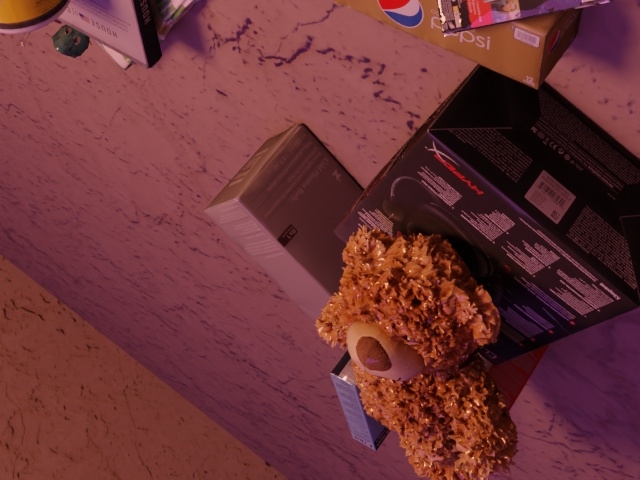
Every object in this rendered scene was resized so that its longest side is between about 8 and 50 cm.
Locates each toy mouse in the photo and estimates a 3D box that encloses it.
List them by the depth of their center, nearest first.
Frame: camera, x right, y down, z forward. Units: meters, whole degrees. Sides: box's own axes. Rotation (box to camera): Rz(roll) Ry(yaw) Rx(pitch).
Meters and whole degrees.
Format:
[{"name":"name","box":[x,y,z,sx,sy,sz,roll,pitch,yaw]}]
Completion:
[{"name":"toy mouse","box":[-0.317,-0.267,1.171,0.143,0.031,0.161,18,-148,-53]}]

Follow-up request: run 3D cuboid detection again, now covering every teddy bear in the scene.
[{"name":"teddy bear","box":[0.081,0.130,0.926,0.245,0.113,0.338,60,166,16]}]

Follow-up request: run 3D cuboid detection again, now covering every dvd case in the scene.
[{"name":"dvd case","box":[0.127,-0.189,0.646,0.119,0.013,0.087,-5,105,35]},{"name":"dvd case","box":[-0.250,-0.296,0.984,0.179,0.029,0.238,31,153,19]}]

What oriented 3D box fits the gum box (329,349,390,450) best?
[{"name":"gum box","box":[0.086,0.160,1.244,0.041,0.157,0.184,26,153,27]}]

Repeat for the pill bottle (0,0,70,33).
[{"name":"pill bottle","box":[-0.301,-0.290,0.909,0.103,0.103,0.184,29,152,22]}]

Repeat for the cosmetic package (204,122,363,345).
[{"name":"cosmetic package","box":[0.000,0.000,1.122,0.238,0.127,0.107,44,156,-15]}]

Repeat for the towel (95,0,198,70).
[{"name":"towel","box":[-0.233,-0.309,1.011,0.248,0.038,0.325,46,156,-13]}]

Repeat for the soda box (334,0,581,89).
[{"name":"soda box","box":[0.097,-0.184,0.726,0.181,0.061,0.058,29,155,21]}]

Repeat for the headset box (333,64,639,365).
[{"name":"headset box","box":[0.153,-0.010,0.898,0.218,0.110,0.293,39,157,-1]}]

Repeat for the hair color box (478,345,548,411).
[{"name":"hair color box","box":[0.179,0.172,1.118,0.053,0.167,0.093,43,157,-10]}]
